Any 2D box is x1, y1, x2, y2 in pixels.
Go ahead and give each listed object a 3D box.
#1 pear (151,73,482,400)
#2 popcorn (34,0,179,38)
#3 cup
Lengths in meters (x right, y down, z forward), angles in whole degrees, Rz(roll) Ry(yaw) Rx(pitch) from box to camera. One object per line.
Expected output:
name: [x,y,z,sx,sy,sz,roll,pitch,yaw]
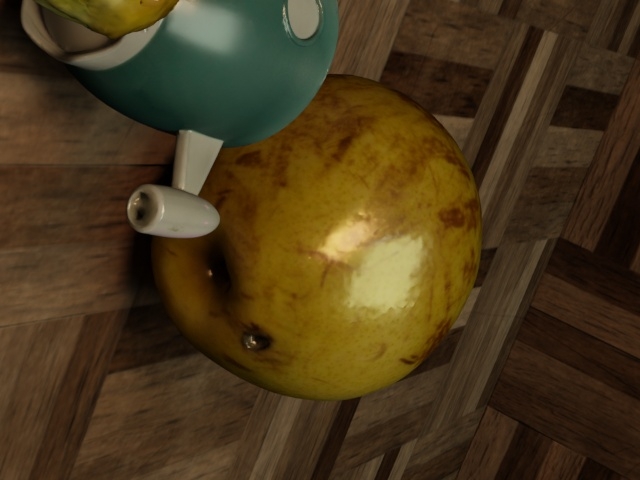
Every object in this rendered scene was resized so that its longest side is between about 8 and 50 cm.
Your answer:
pear: [0.000,0.000,1.142,0.281,0.280,0.281,-47,153,-34]
popcorn: [-0.141,-0.207,0.619,0.276,0.276,0.225,-57,151,-16]
cup: [-0.103,-0.152,0.894,0.173,0.167,0.300,11,78,-57]
